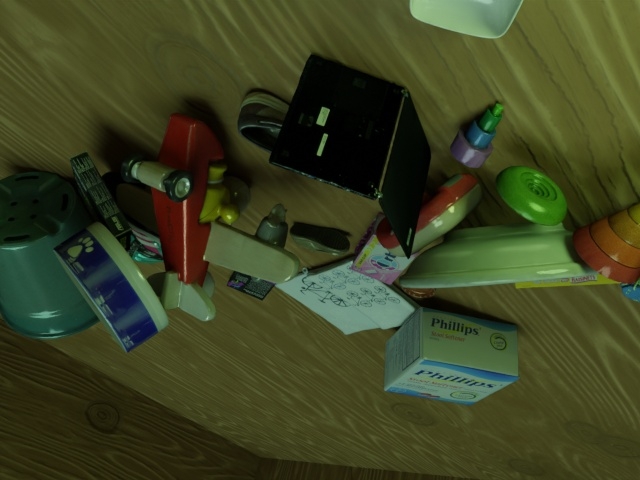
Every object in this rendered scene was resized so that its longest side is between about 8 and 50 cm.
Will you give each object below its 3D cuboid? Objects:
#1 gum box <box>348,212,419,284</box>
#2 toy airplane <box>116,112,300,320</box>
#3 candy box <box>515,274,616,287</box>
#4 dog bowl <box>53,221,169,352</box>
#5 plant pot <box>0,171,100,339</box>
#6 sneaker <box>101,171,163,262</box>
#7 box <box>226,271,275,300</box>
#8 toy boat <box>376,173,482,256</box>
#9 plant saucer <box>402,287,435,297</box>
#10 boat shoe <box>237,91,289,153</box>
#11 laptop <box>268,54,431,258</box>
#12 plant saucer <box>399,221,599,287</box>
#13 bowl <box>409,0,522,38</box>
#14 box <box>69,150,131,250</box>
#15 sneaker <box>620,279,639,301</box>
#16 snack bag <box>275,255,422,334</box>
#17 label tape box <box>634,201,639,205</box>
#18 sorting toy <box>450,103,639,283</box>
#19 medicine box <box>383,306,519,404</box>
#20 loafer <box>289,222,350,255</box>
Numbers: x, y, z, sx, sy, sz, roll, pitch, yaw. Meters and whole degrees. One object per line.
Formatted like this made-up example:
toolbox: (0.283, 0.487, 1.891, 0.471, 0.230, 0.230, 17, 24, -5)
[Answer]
gum box: (0.144, 0.025, 1.383, 0.107, 0.062, 0.188, 21, 149, -5)
toy airplane: (-0.244, -0.034, 1.282, 0.384, 0.272, 0.386, -32, 94, 45)
candy box: (0.498, 0.074, 1.200, 0.105, 0.027, 0.205, 0, 174, -44)
dog bowl: (-0.433, 0.098, 1.274, 0.265, 0.104, 0.265, 44, 156, 26)
plant pot: (-0.719, 0.025, 1.594, 0.341, 0.341, 0.334, 12, 142, 9)
sneaker: (-0.456, -0.042, 1.534, 0.178, 0.124, 0.295, -20, 127, 42)
box: (-0.191, 0.111, 1.726, 0.116, 0.029, 0.162, 25, 147, -10)
toy boat: (0.182, -0.072, 1.167, 0.151, 0.151, 0.231, 52, 145, 2)
plant saucer: (0.245, 0.117, 1.528, 0.083, 0.013, 0.083, 13, 150, 8)
boat shoe: (-0.024, -0.168, 1.129, 0.285, 0.092, 0.103, 27, 145, -17)
laptop: (0.064, -0.137, 0.997, 0.264, 0.234, 0.137, 19, 149, -4)
plant saucer: (0.343, 0.023, 1.145, 0.400, 0.101, 0.400, -6, 178, 0)
bowl: (0.192, -0.340, 0.784, 0.141, 0.053, 0.142, 15, 150, 4)
box: (-0.468, -0.072, 1.317, 0.191, 0.045, 0.184, 60, 160, 3)
sneaker: (0.637, 0.098, 1.169, 0.126, 0.091, 0.240, 16, 177, 24)
snack bag: (0.077, 0.164, 1.668, 0.323, 0.037, 0.342, 37, 144, -30)
label tape box: (0.648, 0.009, 1.021, 0.240, 0.106, 0.333, 12, -174, 8)
sorting toy: (0.382, -0.093, 0.967, 0.365, 0.127, 0.126, 40, 133, 13)
medicine box: (0.337, 0.314, 1.630, 0.263, 0.149, 0.289, 12, 150, -9)
loafer: (0.000, 0.000, 1.430, 0.148, 0.056, 0.050, 20, 151, 16)
